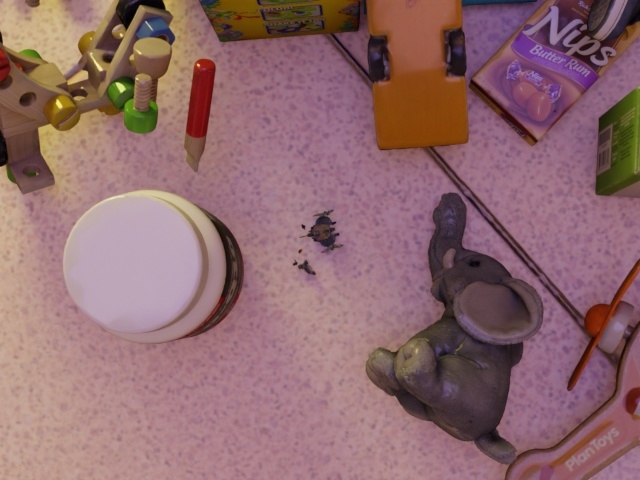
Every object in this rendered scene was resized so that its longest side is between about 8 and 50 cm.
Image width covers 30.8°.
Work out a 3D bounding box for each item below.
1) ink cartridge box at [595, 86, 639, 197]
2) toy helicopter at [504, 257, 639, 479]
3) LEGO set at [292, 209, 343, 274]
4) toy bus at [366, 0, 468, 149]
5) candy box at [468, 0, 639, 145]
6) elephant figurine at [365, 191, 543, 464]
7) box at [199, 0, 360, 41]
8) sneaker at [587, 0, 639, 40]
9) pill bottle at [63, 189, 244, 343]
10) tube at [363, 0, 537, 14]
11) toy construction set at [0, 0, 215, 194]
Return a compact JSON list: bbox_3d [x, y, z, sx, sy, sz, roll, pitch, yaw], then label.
[{"bbox_3d":[0.452,-0.098,1.285,0.255,0.189,0.097,4,86,1],"label":"ink cartridge box"},{"bbox_3d":[0.344,0.178,1.303,0.355,0.140,0.235,-38,85,2],"label":"toy helicopter"},{"bbox_3d":[-0.003,0.000,1.380,0.054,0.023,0.083,45,102,5],"label":"LEGO set"},{"bbox_3d":[0.105,-0.271,1.300,0.108,0.130,0.332,-4,99,7],"label":"toy bus"},{"bbox_3d":[0.277,-0.216,1.364,0.109,0.053,0.186,43,88,4],"label":"candy box"},{"bbox_3d":[0.175,0.091,1.311,0.186,0.169,0.239,46,72,-25],"label":"elephant figurine"},{"bbox_3d":[-0.054,-0.394,1.270,0.177,0.279,0.290,-4,88,2],"label":"box"},{"bbox_3d":[0.402,-0.271,1.308,0.163,0.086,0.226,33,54,0],"label":"sneaker"},{"bbox_3d":[-0.174,0.030,1.250,0.161,0.283,0.161,0,87,2],"label":"pill bottle"},{"bbox_3d":[0.154,-0.309,1.378,0.207,0.052,0.080,0,80,7],"label":"tube"},{"bbox_3d":[-0.267,-0.154,1.318,0.309,0.257,0.237,28,133,19],"label":"toy construction set"}]
